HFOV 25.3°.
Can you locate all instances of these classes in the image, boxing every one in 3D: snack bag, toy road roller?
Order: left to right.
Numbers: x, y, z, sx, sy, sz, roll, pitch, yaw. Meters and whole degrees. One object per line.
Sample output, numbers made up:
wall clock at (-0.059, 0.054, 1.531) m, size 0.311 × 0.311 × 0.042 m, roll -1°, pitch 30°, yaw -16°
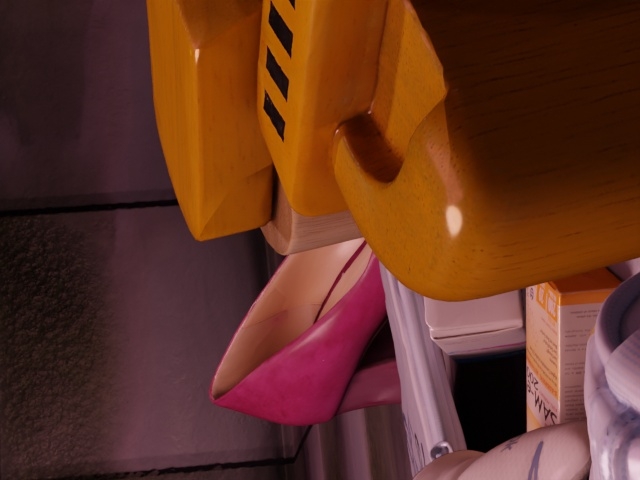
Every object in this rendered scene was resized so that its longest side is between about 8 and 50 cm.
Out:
snack bag at (0.083, 0.160, 0.920) m, size 0.323 × 0.037 × 0.343 m, roll -100°, pitch -1°, yaw -48°
toy road roller at (0.056, -0.066, 0.544) m, size 0.329 × 0.202 × 0.241 m, roll 98°, pitch 155°, yaw -58°

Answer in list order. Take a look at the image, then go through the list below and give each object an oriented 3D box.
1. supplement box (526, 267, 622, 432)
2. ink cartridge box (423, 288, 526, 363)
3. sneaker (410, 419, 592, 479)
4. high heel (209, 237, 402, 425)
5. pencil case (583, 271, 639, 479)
supplement box at (0.124, 0.063, 0.694) m, size 0.062 × 0.036 × 0.098 m, roll -116°, pitch 23°, yaw -75°
ink cartridge box at (0.087, 0.016, 0.787) m, size 0.122 × 0.052 × 0.089 m, roll 39°, pitch -135°, yaw -74°
sneaker at (0.115, 0.213, 0.586) m, size 0.129 × 0.111 × 0.297 m, roll -44°, pitch 56°, yaw 49°
high heel at (0.000, 0.000, 1.096) m, size 0.127 × 0.181 × 0.377 m, roll -104°, pitch 11°, yaw -55°
pencil case at (0.121, 0.136, 0.389) m, size 0.113 × 0.124 × 0.273 m, roll -107°, pitch 15°, yaw -63°
